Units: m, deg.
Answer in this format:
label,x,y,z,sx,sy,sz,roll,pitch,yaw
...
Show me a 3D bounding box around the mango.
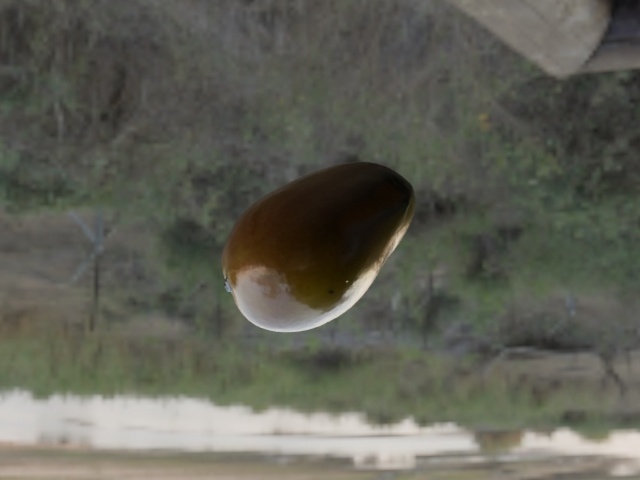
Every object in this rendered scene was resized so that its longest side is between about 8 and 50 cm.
label,x,y,z,sx,sy,sz,roll,pitch,yaw
mango,-0.007,0.001,1.492,0.176,0.139,0.254,4,-150,31
